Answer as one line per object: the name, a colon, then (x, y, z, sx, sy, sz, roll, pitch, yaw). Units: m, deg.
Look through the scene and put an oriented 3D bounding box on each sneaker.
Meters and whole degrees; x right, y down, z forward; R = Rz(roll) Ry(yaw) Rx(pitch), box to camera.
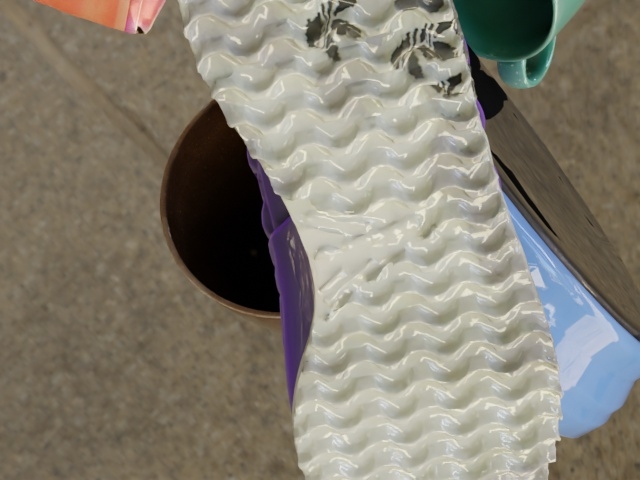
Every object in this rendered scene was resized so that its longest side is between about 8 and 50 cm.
sneaker: (0.026, -0.021, 0.507, 0.102, 0.293, 0.146, -10, 28, 5)

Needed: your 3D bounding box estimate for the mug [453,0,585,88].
mug: (0.143, -0.208, 0.993, 0.129, 0.158, 0.097, 35, 60, 11)

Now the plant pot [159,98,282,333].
plant pot: (0.000, 0.000, 1.113, 0.215, 0.230, 0.215, -4, 68, 11)

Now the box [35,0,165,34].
box: (-0.130, -0.260, 0.632, 0.142, 0.154, 0.300, -53, 31, 36)

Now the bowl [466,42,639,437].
bowl: (0.088, -0.056, 0.851, 0.077, 0.391, 0.391, -37, 56, 15)
